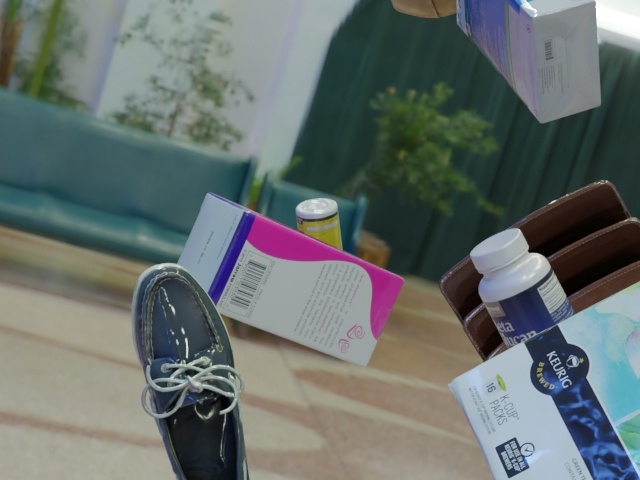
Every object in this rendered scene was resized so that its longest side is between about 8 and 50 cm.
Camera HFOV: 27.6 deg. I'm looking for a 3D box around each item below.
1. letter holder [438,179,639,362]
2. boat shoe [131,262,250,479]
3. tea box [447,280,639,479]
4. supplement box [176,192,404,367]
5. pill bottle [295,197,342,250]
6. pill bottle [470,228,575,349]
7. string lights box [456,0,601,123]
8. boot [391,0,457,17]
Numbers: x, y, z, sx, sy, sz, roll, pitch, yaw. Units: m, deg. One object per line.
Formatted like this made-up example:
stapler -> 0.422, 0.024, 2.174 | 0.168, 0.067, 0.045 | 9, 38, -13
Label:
letter holder -> 0.352, 0.078, 1.896 | 0.214, 0.301, 0.152 | 57, 5, -21
boat shoe -> -0.118, 0.147, 1.210 | 0.095, 0.255, 0.079 | -9, 5, -9
tea box -> 0.335, 0.219, 1.121 | 0.220, 0.323, 0.329 | 55, 9, -44
supplement box -> -0.036, 0.045, 1.427 | 0.220, 0.111, 0.114 | 24, 1, -31
pill bottle -> 0.000, 0.000, 1.974 | 0.065, 0.116, 0.065 | -6, 22, 3
pill bottle -> 0.252, 0.075, 1.599 | 0.169, 0.094, 0.094 | 61, 1, -10
string lights box -> 0.226, -0.258, 1.478 | 0.076, 0.133, 0.260 | -17, 38, -7
boot -> 0.201, -0.446, 2.054 | 0.236, 0.089, 0.269 | 15, -18, 20
